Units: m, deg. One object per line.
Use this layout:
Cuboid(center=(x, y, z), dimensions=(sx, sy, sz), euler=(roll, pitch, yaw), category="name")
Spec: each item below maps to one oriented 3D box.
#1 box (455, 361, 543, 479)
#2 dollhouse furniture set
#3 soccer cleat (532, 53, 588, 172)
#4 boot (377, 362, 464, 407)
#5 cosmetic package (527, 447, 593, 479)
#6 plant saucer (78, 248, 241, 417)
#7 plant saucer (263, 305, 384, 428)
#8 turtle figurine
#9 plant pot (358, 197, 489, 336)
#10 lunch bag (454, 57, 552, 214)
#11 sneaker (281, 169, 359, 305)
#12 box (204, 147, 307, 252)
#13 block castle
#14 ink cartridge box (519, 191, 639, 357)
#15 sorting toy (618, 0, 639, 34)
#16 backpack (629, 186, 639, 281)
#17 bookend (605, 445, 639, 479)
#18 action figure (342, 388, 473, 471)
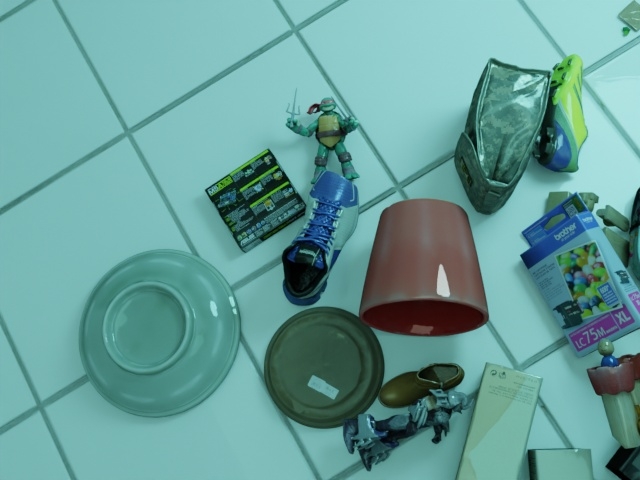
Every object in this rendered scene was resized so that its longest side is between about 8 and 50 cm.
Cuboid(center=(0.363, 0.423, 1.690), dimensions=(0.121, 0.148, 0.311), euler=(15, 78, 14), category="box")
Cuboid(center=(0.599, -0.026, 1.821), dimensions=(0.151, 0.123, 0.144), euler=(0, 73, 45), category="dollhouse furniture set")
Cuboid(center=(0.568, -0.288, 1.874), dimensions=(0.121, 0.093, 0.289), euler=(20, 74, -17), category="soccer cleat")
Cuboid(center=(0.210, 0.302, 1.739), dimensions=(0.197, 0.152, 0.073), euler=(-21, 74, 4), category="boot")
Cuboid(center=(0.488, 0.574, 1.625), dimensions=(0.113, 0.160, 0.309), euler=(-3, 77, 8), category="cosmetic package")
Cuboid(center=(-0.389, 0.206, 1.891), dimensions=(0.401, 0.100, 0.400), euler=(-2, 76, 8), category="plant saucer")
Cuboid(center=(0.005, 0.284, 1.838), dimensions=(0.278, 0.041, 0.277), euler=(-2, 77, 8), category="plant saucer")
Cuboid(center=(0.020, -0.255, 1.927), dimensions=(0.175, 0.118, 0.234), euler=(-8, 92, 26), category="turtle figurine")
Cuboid(center=(0.221, 0.056, 1.756), dimensions=(0.275, 0.275, 0.243), euler=(-1, 68, 9), category="plant pot")
Cuboid(center=(0.388, -0.213, 1.793), dimensions=(0.169, 0.235, 0.287), euler=(14, 78, 7), category="lunch bag")
Cuboid(center=(-0.001, 0.001, 1.815), dimensions=(0.128, 0.182, 0.315), euler=(20, 88, 3), category="sneaker")
Cuboid(center=(-0.154, -0.096, 1.955), dimensions=(0.191, 0.045, 0.184), euler=(-34, 71, 1), category="box")
Cuboid(center=(0.763, 0.240, 1.542), dimensions=(0.453, 0.303, 0.212), euler=(-16, 80, 25), category="block castle")
Cuboid(center=(0.548, 0.074, 1.730), dimensions=(0.065, 0.186, 0.311), euler=(-10, 68, -37), category="ink cartridge box")
Cuboid(center=(0.737, -0.524, 1.928), dimensions=(0.083, 0.012, 0.062), euler=(-42, 78, -6), category="sorting toy")
Cuboid(center=(0.774, -0.010, 1.713), dimensions=(0.225, 0.191, 0.253), euler=(11, 83, 11), category="backpack")
Cuboid(center=(0.666, 0.476, 1.619), dimensions=(0.156, 0.157, 0.072), euler=(38, 85, 16), category="bookend")
Cuboid(center=(0.196, 0.387, 1.720), dimensions=(0.285, 0.185, 0.099), euler=(-27, 51, 18), category="action figure")
